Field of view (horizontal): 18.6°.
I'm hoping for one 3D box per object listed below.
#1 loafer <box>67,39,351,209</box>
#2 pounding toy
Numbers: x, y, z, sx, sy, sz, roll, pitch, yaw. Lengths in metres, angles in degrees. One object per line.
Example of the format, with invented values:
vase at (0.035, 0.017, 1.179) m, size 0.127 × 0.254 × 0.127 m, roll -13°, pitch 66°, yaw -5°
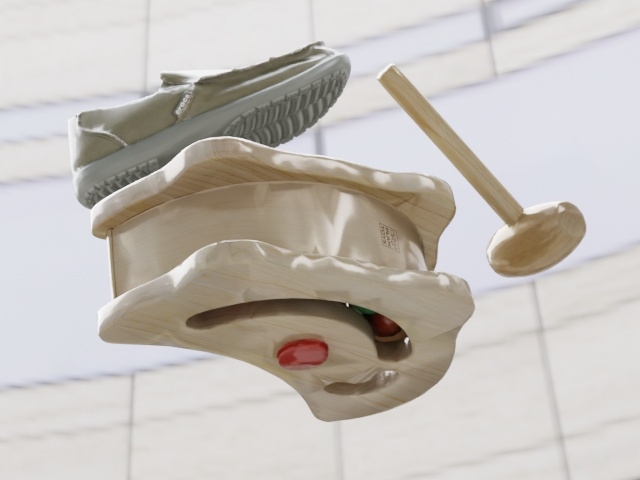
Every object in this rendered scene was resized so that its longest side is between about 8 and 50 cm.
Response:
loafer at (-0.094, -0.111, 1.583) m, size 0.251 × 0.087 × 0.094 m, roll -23°, pitch -20°, yaw -14°
pounding toy at (0.000, 0.000, 1.100) m, size 0.270 × 0.154 × 0.154 m, roll 10°, pitch -35°, yaw -28°
